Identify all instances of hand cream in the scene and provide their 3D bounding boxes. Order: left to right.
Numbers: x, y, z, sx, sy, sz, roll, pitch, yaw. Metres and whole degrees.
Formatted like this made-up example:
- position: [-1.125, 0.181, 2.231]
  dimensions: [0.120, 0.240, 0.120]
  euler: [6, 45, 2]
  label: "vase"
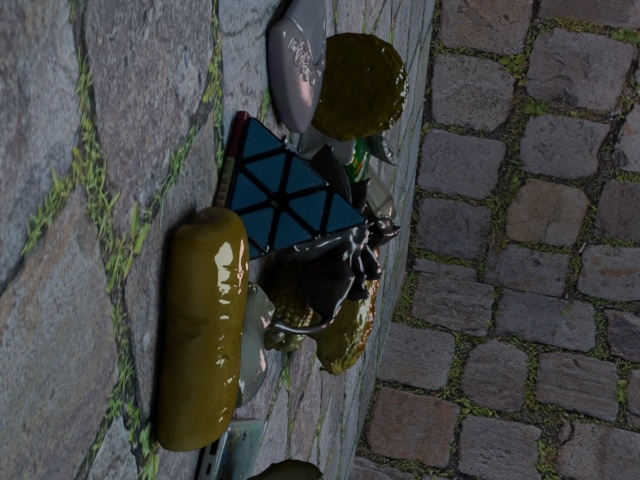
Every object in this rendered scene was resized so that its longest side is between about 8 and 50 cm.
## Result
- position: [-0.053, -0.148, 1.827]
  dimensions: [0.093, 0.019, 0.030]
  euler: [39, 63, -72]
  label: "hand cream"

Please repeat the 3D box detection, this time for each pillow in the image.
- position: [0.081, -0.133, 2.210]
  dimensions: [0.232, 0.038, 0.130]
  euler: [56, 24, -8]
  label: "pillow"

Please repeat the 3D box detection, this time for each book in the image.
- position: [-0.116, -0.043, 1.523]
  dimensions: [0.162, 0.022, 0.231]
  euler: [61, 41, -72]
  label: "book"

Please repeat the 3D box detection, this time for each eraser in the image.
- position: [-0.026, -0.269, 1.693]
  dimensions: [0.204, 0.059, 0.243]
  euler: [-70, 163, -46]
  label: "eraser"

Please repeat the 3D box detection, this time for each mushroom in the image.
- position: [-0.109, 0.147, 1.575]
  dimensions: [0.225, 0.093, 0.116]
  euler: [-58, 144, -60]
  label: "mushroom"

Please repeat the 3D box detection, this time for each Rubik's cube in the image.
- position: [-0.081, -0.082, 1.507]
  dimensions: [0.190, 0.211, 0.178]
  euler: [-158, -127, -70]
  label: "Rubik's cube"

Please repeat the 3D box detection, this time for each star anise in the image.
- position: [0.000, 0.000, 1.840]
  dimensions: [0.359, 0.139, 0.315]
  euler: [0, 71, -49]
  label: "star anise"

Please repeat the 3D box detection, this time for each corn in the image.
- position: [-0.049, 0.094, 1.891]
  dimensions: [0.091, 0.091, 0.260]
  euler: [-54, -171, 29]
  label: "corn"

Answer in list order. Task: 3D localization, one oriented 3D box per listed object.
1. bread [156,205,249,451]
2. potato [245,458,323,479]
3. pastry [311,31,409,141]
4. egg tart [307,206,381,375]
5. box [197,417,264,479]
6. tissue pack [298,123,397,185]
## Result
- position: [-0.140, 0.112, 1.359]
  dimensions: [0.142, 0.091, 0.305]
  euler: [-46, 145, -64]
  label: "bread"
- position: [-0.142, 0.451, 1.612]
  dimensions: [0.255, 0.112, 0.269]
  euler: [-18, 135, -52]
  label: "potato"
- position: [0.054, -0.251, 1.813]
  dimensions: [0.103, 0.189, 0.188]
  euler: [-43, 142, -72]
  label: "pastry"
- position: [0.046, 0.097, 2.273]
  dimensions: [0.339, 0.153, 0.351]
  euler: [-3, 103, -81]
  label: "egg tart"
- position: [-0.144, 0.354, 1.761]
  dimensions: [0.285, 0.044, 0.142]
  euler: [43, 63, -79]
  label: "box"
- position: [0.058, -0.185, 2.024]
  dimensions: [0.209, 0.156, 0.148]
  euler: [51, 48, -77]
  label: "tissue pack"
